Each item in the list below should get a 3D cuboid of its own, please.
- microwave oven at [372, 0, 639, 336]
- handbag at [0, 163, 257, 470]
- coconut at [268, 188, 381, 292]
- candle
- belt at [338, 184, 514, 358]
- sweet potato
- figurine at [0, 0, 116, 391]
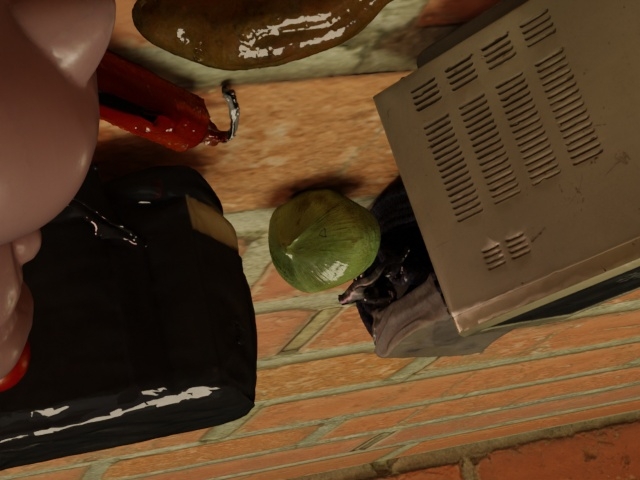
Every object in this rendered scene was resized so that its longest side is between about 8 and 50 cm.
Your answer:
[{"bbox_3d":[0.179,-0.070,0.666,0.240,0.193,0.145,-28,162,39],"label":"microwave oven"},{"bbox_3d":[-0.174,0.053,0.796,0.255,0.181,0.181,-12,164,3],"label":"handbag"},{"bbox_3d":[0.000,0.000,0.924,0.088,0.087,0.096,-26,172,34],"label":"coconut"},{"bbox_3d":[-0.099,-0.084,0.670,0.053,0.048,0.162,17,179,30],"label":"candle"},{"bbox_3d":[0.100,0.020,0.966,0.126,0.139,0.230,-7,164,-22],"label":"belt"},{"bbox_3d":[-0.002,-0.124,0.586,0.182,0.054,0.053,-18,172,7],"label":"sweet potato"},{"bbox_3d":[-0.198,-0.019,0.547,0.176,0.186,0.287,-2,125,-20],"label":"figurine"}]
